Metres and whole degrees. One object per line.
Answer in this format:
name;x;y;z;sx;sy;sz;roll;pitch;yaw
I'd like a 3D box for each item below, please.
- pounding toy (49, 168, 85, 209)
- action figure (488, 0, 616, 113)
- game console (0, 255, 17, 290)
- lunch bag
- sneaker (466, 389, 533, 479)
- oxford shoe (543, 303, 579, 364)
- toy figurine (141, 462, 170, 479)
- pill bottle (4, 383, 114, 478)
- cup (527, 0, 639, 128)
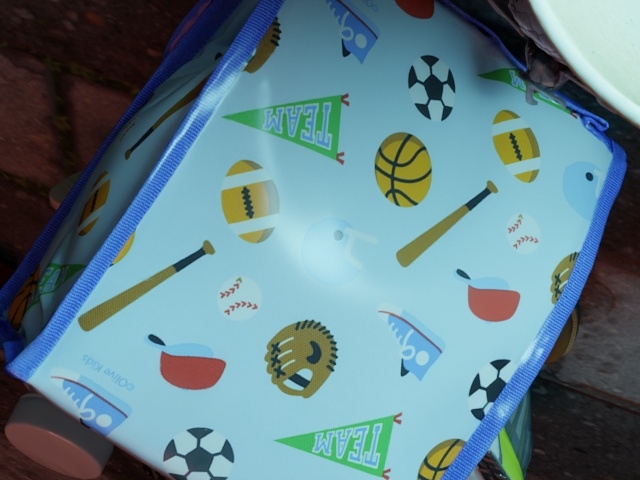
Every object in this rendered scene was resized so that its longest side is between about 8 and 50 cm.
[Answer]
pounding toy;-0.126;0.048;1.632;0.269;0.154;0.155;32;154;14
action figure;0.159;-0.178;1.097;0.185;0.099;0.285;36;147;18
game console;-0.416;0.030;1.950;0.144;0.124;0.085;32;125;-15
lunch bag;0.000;0.000;1.276;0.328;0.385;0.239;34;178;-20
sneaker;0.136;0.129;1.658;0.111;0.121;0.300;4;128;21
oxford shoe;0.173;0.058;1.540;0.076;0.076;0.212;9;151;24
toy figurine;-0.060;0.183;1.793;0.213;0.209;0.148;34;161;-20
pill bottle;-0.207;0.099;1.725;0.136;0.246;0.136;19;152;10
cup;0.284;-0.165;0.854;0.331;0.331;0.237;6;171;32
